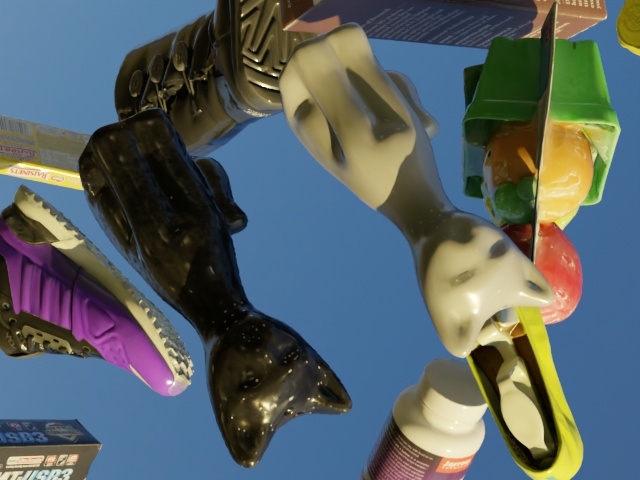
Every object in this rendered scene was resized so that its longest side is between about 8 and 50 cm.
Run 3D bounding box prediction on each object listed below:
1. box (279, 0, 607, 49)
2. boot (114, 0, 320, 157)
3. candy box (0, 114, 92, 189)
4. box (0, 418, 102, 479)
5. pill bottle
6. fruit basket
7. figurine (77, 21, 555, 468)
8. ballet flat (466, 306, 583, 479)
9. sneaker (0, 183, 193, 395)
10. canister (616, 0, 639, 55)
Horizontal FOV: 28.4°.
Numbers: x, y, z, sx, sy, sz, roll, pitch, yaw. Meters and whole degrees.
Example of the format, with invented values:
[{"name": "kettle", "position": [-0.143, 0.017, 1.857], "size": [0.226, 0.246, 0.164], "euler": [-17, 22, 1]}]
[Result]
[{"name": "box", "position": [0.137, -0.334, 1.463], "size": [0.143, 0.382, 0.191], "euler": [-22, -109, 54]}, {"name": "boot", "position": [-0.147, -0.303, 1.760], "size": [0.445, 0.146, 0.366], "euler": [-20, -119, 62]}, {"name": "candy box", "position": [-0.328, -0.105, 1.560], "size": [0.027, 0.206, 0.105], "euler": [-62, -150, 30]}, {"name": "box", "position": [-0.444, 0.355, 1.535], "size": [0.073, 0.296, 0.293], "euler": [32, -76, 34]}, {"name": "pill bottle", "position": [0.120, 0.230, 1.428], "size": [0.108, 0.108, 0.193], "euler": [56, -44, 43]}, {"name": "fruit basket", "position": [0.207, -0.020, 1.315], "size": [0.166, 0.327, 0.352], "euler": [10, -106, 10]}, {"name": "figurine", "position": [0.000, 0.000, 0.722], "size": [0.215, 0.092, 0.209], "euler": [-25, -119, -12]}, {"name": "ballet flat", "position": [0.160, 0.101, 1.086], "size": [0.077, 0.077, 0.230], "euler": [-27, -104, 21]}, {"name": "sneaker", "position": [-0.265, 0.085, 1.342], "size": [0.146, 0.102, 0.293], "euler": [-45, -110, -4]}, {"name": "canister", "position": [0.387, -0.224, 1.299], "size": [0.073, 0.170, 0.126], "euler": [30, -84, 41]}]
